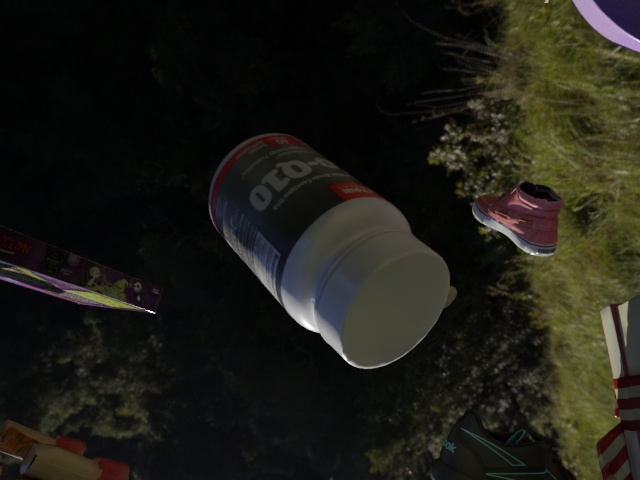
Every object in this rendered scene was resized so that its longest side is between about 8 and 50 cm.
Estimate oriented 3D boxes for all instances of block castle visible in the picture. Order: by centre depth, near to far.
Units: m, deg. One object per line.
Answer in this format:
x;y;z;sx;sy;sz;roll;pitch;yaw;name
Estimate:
-0.513;0.547;0.907;0.303;0.453;0.213;-7;141;49;block castle

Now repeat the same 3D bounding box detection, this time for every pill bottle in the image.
0.000;0.000;0.631;0.283;0.161;0.161;42;165;44;pill bottle

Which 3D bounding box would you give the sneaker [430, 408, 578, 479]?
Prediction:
0.275;0.300;0.685;0.267;0.106;0.101;22;173;4;sneaker

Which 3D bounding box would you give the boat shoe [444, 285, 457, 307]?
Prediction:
0.261;0.146;1.320;0.049;0.133;0.042;49;-166;-9;boat shoe

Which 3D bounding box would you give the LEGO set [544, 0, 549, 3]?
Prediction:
0.412;-0.459;0.993;0.023;0.083;0.054;27;138;13;LEGO set

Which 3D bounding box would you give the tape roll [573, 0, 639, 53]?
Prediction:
0.373;-0.311;0.519;0.274;0.275;0.090;54;-157;-4;tape roll

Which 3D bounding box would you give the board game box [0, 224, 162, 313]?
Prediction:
-0.422;0.032;0.792;0.208;0.056;0.347;-3;158;31;board game box

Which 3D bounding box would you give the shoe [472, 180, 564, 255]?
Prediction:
0.282;-0.051;0.805;0.178;0.064;0.081;-122;31;-61;shoe

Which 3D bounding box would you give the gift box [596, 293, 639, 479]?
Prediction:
0.419;0.170;0.528;0.258;0.255;0.276;56;-145;-71;gift box
